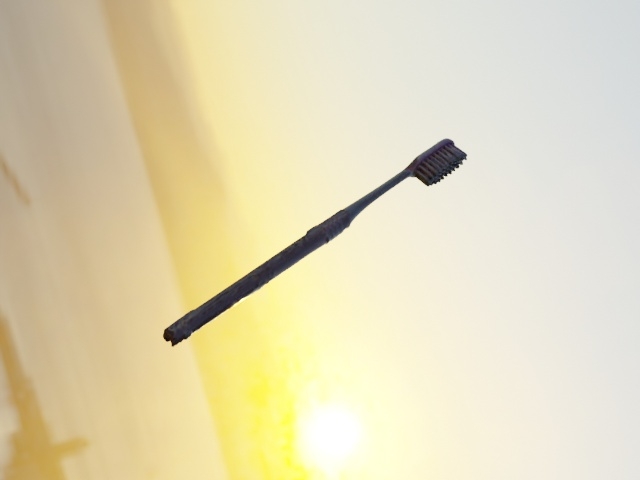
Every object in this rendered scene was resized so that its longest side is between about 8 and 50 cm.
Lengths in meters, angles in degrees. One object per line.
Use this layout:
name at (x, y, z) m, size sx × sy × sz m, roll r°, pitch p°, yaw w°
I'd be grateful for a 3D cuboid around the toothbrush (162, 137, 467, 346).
toothbrush at (0.000, 0.000, 0.475) m, size 0.008 × 0.097 × 0.006 m, roll 39°, pitch -31°, yaw 32°
